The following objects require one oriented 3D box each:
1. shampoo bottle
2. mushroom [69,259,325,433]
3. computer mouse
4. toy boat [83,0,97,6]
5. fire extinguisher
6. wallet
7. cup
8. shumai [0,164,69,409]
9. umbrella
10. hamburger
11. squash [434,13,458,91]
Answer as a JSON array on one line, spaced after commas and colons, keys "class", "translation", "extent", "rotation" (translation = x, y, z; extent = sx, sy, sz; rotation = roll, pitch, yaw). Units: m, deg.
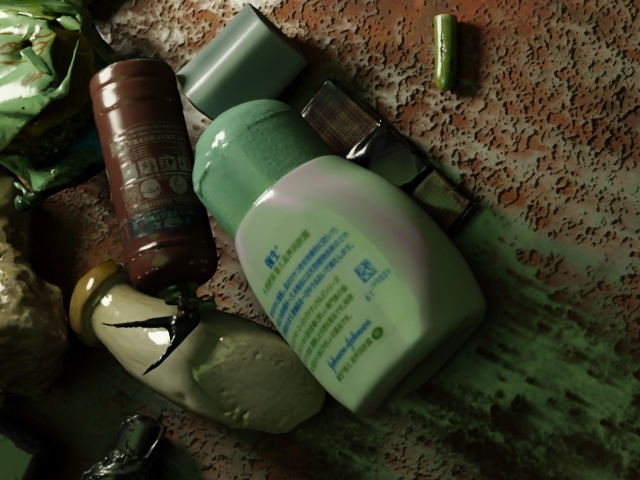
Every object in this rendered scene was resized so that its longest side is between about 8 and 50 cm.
[{"class": "shampoo bottle", "translation": [0.000, 0.000, 1.073], "extent": [0.349, 0.151, 0.222], "rotation": [49, 133, 17]}, {"class": "mushroom", "translation": [-0.152, 0.125, 1.185], "extent": [0.350, 0.128, 0.128], "rotation": [23, 95, 29]}, {"class": "computer mouse", "translation": [-0.435, 0.346, 1.284], "extent": [0.170, 0.100, 0.270], "rotation": [17, 102, 19]}, {"class": "toy boat", "translation": [-0.301, -0.372, 1.333], "extent": [0.188, 0.061, 0.116], "rotation": [-19, 76, 22]}, {"class": "fire extinguisher", "translation": [-0.193, -0.025, 1.138], "extent": [0.138, 0.102, 0.344], "rotation": [-9, 74, -17]}, {"class": "wallet", "translation": [0.055, -0.069, 1.150], "extent": [0.230, 0.042, 0.124], "rotation": [44, 106, 24]}, {"class": "cup", "translation": [-0.096, -0.203, 1.206], "extent": [0.129, 0.095, 0.128], "rotation": [-45, 34, 11]}, {"class": "shumai", "translation": [-0.443, 0.043, 1.324], "extent": [0.345, 0.217, 0.283], "rotation": [-3, 53, 29]}, {"class": "umbrella", "translation": [-0.280, 0.366, 1.225], "extent": [0.154, 0.128, 0.337], "rotation": [9, 83, 10]}, {"class": "hamburger", "translation": [-0.351, -0.196, 1.233], "extent": [0.276, 0.150, 0.261], "rotation": [34, 72, 6]}, {"class": "squash", "translation": [0.138, -0.205, 1.132], "extent": [0.027, 0.027, 0.083], "rotation": [-3, 85, 24]}]
